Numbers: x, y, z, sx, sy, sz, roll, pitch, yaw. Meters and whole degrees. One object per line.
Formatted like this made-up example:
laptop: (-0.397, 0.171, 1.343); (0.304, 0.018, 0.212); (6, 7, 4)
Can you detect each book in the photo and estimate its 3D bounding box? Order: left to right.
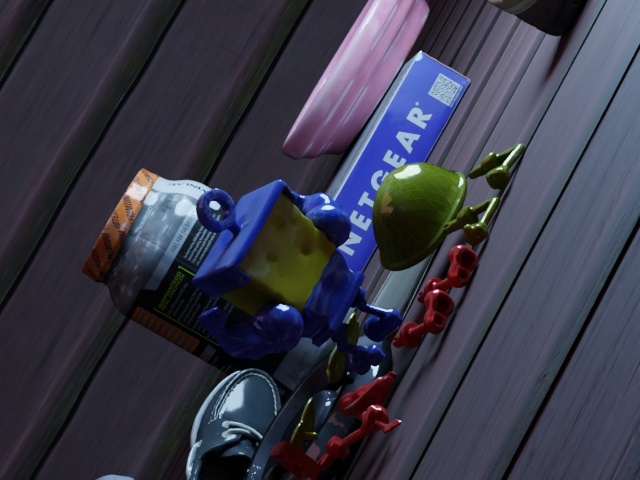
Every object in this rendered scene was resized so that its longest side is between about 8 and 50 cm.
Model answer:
book: (0.085, 0.033, 1.704); (0.144, 0.035, 0.096); (-61, 1, -19)

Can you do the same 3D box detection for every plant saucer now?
plant saucer: (0.061, -0.251, 2.422); (0.332, 0.084, 0.332); (-59, 4, 7)

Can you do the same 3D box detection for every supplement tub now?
supplement tub: (-0.124, 0.052, 2.074); (0.193, 0.316, 0.193); (-59, 5, 8)

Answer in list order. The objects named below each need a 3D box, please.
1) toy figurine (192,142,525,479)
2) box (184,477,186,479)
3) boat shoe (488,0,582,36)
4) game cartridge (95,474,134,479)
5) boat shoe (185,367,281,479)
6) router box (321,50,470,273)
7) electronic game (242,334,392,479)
toy figurine: (0.000, 0.000, 1.458); (0.191, 0.217, 0.362); (-33, 24, 55)
box: (-0.157, 0.372, 1.923); (0.242, 0.077, 0.307); (-55, 7, 48)
boat shoe: (0.259, -0.331, 1.710); (0.103, 0.092, 0.285); (-15, 44, 51)
game cartridge: (-0.226, 0.407, 1.736); (0.196, 0.060, 0.294); (-134, 53, -68)
boat shoe: (-0.094, 0.256, 1.811); (0.091, 0.114, 0.302); (124, 162, -51)
router box: (0.067, -0.083, 2.326); (0.335, 0.082, 0.301); (-60, 4, -4)
electronic game: (-0.005, 0.186, 1.593); (0.229, 0.048, 0.229); (-52, 12, 15)
